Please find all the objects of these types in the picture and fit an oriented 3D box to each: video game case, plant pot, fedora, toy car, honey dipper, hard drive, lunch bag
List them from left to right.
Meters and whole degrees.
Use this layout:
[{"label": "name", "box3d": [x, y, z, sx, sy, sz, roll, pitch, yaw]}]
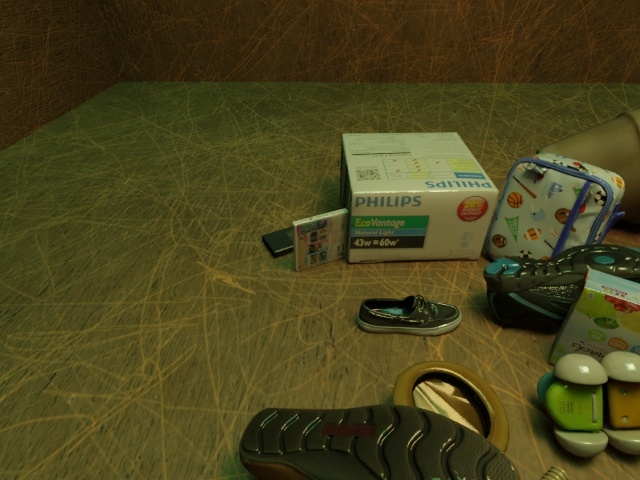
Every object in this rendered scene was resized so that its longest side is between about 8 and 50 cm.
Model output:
[{"label": "hard drive", "box3d": [-0.087, -0.003, 1.163, 0.135, 0.022, 0.094, -18, 40, -21]}, {"label": "video game case", "box3d": [0.000, 0.000, 1.041, 0.143, 0.157, 0.019, -15, 44, -18]}, {"label": "fedora", "box3d": [0.212, 0.299, 0.696, 0.195, 0.079, 0.194, 2, 41, -2]}, {"label": "honey dipper", "box3d": [0.308, 0.395, 0.608, 0.161, 0.030, 0.030, -26, 43, -23]}, {"label": "lunch bag", "box3d": [0.543, -0.049, 0.966, 0.115, 0.303, 0.243, -18, 38, -34]}, {"label": "toy car", "box3d": [0.461, 0.264, 0.701, 0.182, 0.159, 0.136, -3, 2, -1]}, {"label": "plant pot", "box3d": [0.791, -0.192, 1.189, 0.281, 0.323, 0.323, -7, 33, 21]}]

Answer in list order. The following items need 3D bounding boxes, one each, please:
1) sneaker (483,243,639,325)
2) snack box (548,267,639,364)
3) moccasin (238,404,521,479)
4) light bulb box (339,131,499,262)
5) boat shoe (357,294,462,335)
[{"label": "sneaker", "box3d": [0.526, 0.095, 0.862, 0.341, 0.139, 0.125, -7, 20, 18]}, {"label": "snack box", "box3d": [0.541, 0.174, 0.744, 0.175, 0.206, 0.070, 20, 42, 28]}, {"label": "moccasin", "box3d": [0.065, 0.318, 0.558, 0.381, 0.146, 0.139, -13, 27, 24]}, {"label": "light bulb box", "box3d": [0.241, -0.133, 1.156, 0.359, 0.225, 0.360, -1, 37, 0]}, {"label": "boat shoe", "box3d": [0.196, 0.152, 0.897, 0.229, 0.076, 0.080, 1, 37, 4]}]
